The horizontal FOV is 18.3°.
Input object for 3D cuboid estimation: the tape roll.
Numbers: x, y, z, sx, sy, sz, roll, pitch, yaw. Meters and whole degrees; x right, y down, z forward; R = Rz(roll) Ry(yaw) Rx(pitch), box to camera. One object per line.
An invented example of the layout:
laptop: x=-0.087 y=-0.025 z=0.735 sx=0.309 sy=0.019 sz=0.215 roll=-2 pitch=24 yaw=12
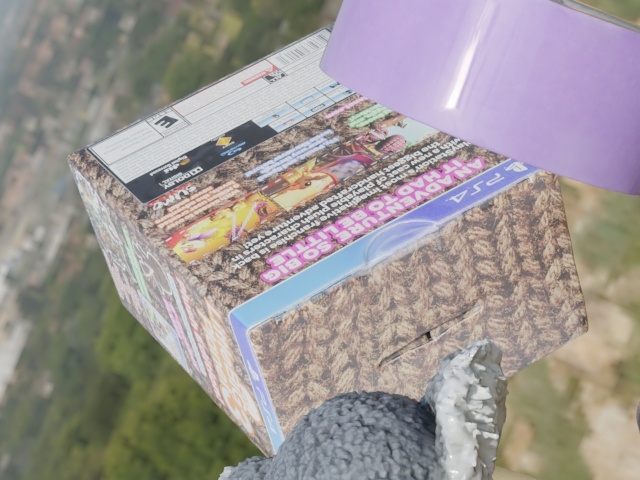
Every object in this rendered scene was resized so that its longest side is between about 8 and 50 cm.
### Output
tape roll: x=0.100 y=-0.094 z=1.043 sx=0.189 sy=0.189 sz=0.080 roll=-118 pitch=47 yaw=-75

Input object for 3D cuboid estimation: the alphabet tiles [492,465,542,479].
alphabet tiles: x=0.024 y=0.218 z=1.220 sx=0.198 sy=0.009 sz=0.237 roll=13 pitch=51 yaw=43

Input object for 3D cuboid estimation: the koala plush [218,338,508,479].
koala plush: x=0.021 y=0.149 z=0.854 sx=0.196 sy=0.203 sz=0.221 roll=-32 pitch=32 yaw=30

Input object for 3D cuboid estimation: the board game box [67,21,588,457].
board game box: x=0.000 y=0.000 z=1.371 sx=0.291 sy=0.232 sz=0.141 roll=41 pitch=154 yaw=51

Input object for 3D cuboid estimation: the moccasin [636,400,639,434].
moccasin: x=0.450 y=0.102 z=1.676 sx=0.380 sy=0.139 sz=0.147 roll=-26 pitch=11 yaw=18
